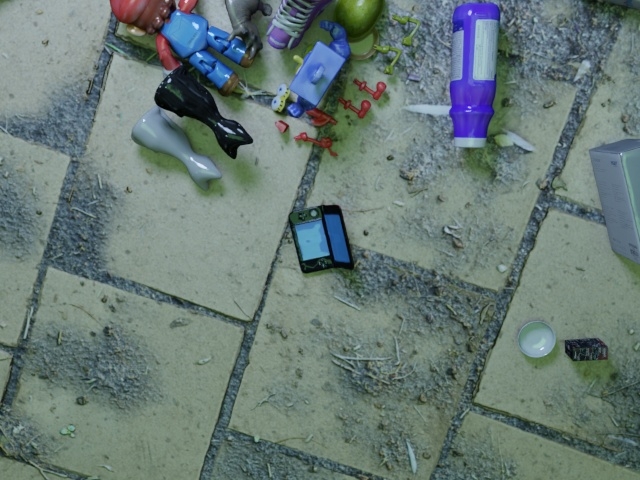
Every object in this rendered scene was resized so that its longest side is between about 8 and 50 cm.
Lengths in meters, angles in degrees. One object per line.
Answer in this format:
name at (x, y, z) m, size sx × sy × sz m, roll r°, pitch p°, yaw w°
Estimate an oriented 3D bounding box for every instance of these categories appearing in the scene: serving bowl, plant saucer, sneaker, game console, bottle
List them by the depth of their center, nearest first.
sneaker at (-0.043, -0.437, 1.337) m, size 0.102 × 0.282 × 0.161 m, roll 33°, pitch 101°, yaw -5°
bottle at (0.311, -0.331, 1.418) m, size 0.092 × 0.118 × 0.282 m, roll 1°, pitch 99°, yaw 3°
plant saucer at (0.082, -0.422, 1.467) m, size 0.084 × 0.015 × 0.083 m, roll 1°, pitch 99°, yaw 3°
game console at (0.000, 0.000, 1.507) m, size 0.124 × 0.085 × 0.144 m, roll -12°, pitch 98°, yaw 5°
serving bowl at (0.477, 0.216, 1.546) m, size 0.083 × 0.027 × 0.083 m, roll 1°, pitch 99°, yaw 3°

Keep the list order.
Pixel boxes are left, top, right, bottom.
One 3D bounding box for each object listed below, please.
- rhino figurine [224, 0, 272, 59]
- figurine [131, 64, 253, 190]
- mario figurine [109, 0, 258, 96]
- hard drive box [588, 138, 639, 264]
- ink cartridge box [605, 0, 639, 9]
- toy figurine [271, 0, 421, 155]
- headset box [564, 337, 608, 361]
rhino figurine at (-0.152, -0.480, 1.397) m, size 0.073 × 0.106 × 0.243 m, roll -6°, pitch 86°, yaw 32°
figurine at (-0.267, -0.219, 1.455) m, size 0.209 × 0.092 × 0.215 m, roll 41°, pitch 134°, yaw -8°
mario figurine at (-0.288, -0.448, 1.452) m, size 0.321 × 0.170 × 0.198 m, roll 35°, pitch 63°, yaw -13°
hard drive box at (0.638, -0.082, 1.411) m, size 0.089 × 0.181 × 0.232 m, roll -16°, pitch 99°, yaw 5°
ink cartridge box at (0.628, -0.548, 1.378) m, size 0.213 × 0.093 × 0.154 m, roll 14°, pitch 101°, yaw 2°
toy figurine at (0.037, -0.336, 1.369) m, size 0.191 × 0.217 × 0.362 m, roll 36°, pitch 105°, yaw -2°
headset box at (0.586, 0.239, 1.527) m, size 0.083 × 0.062 × 0.032 m, roll -3°, pitch 100°, yaw 3°
